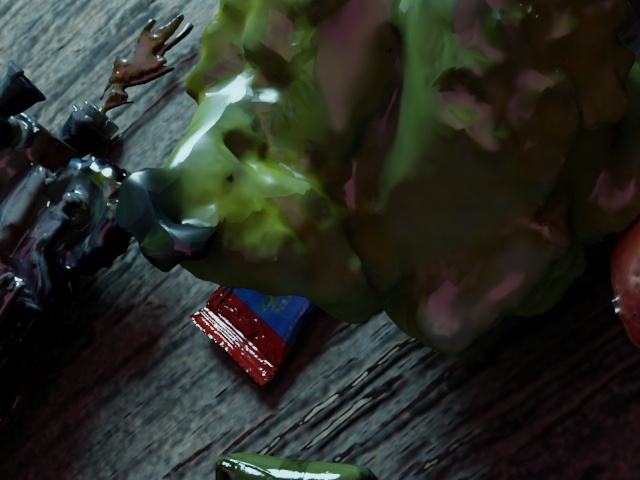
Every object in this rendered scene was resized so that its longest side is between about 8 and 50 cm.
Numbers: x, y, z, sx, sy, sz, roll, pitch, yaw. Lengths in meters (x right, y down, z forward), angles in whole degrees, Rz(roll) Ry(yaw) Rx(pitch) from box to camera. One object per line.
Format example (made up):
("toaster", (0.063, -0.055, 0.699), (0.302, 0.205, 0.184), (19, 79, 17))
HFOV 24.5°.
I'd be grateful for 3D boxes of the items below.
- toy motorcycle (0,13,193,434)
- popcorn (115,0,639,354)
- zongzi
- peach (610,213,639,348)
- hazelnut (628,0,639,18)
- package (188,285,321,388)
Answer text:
("toy motorcycle", (-0.230, -0.014, 1.067), (0.207, 0.134, 0.401), (36, 91, 31))
("popcorn", (0.071, -0.066, 0.838), (0.293, 0.237, 0.293), (-9, 64, 18))
("zongzi", (-0.017, 0.190, 0.901), (0.104, 0.052, 0.113), (2, 83, 26))
("peach", (0.242, 0.057, 0.711), (0.226, 0.196, 0.190), (14, 52, 20))
("hazelnut", (0.292, -0.256, 0.726), (0.402, 0.402, 0.429), (3, 75, 32))
("package", (0.000, 0.000, 0.988), (0.200, 0.022, 0.083), (-50, 53, 1))
